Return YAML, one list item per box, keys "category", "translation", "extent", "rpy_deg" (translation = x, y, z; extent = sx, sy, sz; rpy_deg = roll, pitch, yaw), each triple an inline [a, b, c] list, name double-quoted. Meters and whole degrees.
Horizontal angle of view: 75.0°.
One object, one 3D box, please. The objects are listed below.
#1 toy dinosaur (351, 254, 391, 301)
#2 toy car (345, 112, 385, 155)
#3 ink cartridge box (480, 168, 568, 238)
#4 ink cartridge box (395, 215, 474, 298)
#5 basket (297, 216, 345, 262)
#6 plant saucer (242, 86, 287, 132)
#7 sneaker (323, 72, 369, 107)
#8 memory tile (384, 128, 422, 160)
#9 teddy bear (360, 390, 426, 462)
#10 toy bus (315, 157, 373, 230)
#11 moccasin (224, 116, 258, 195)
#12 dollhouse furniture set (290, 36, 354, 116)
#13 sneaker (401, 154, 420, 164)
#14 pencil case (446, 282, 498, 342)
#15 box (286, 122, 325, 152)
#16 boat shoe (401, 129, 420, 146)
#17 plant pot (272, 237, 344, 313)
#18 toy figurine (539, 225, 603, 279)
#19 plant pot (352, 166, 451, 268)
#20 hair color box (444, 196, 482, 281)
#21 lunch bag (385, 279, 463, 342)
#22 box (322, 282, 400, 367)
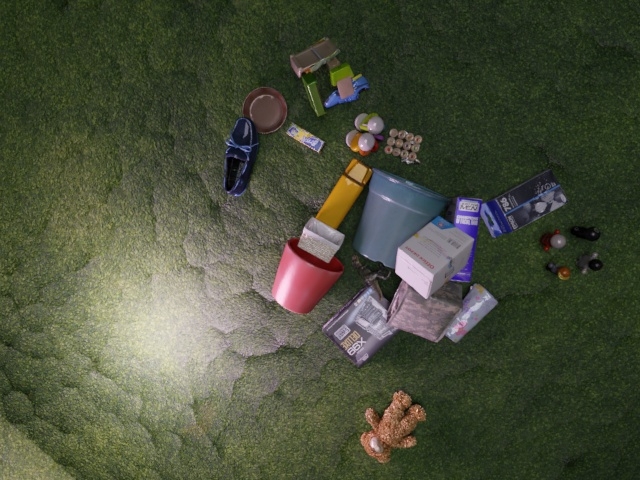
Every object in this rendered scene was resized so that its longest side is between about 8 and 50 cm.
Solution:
- category: "toy dinosaur"
  translation: [0.236, 0.153, 1.815]
  extent: [0.118, 0.268, 0.064]
  rpy_deg: [-25, 137, -12]
- category: "toy car"
  translation: [0.209, -0.447, 1.778]
  extent: [0.136, 0.159, 0.182]
  rpy_deg: [25, 97, -33]
- category: "ink cartridge box"
  translation: [0.860, -0.153, 1.784]
  extent: [0.332, 0.065, 0.165]
  rpy_deg: [-30, 93, 7]
- category: "ink cartridge box"
  translation: [0.423, 0.062, 1.569]
  extent: [0.232, 0.168, 0.171]
  rpy_deg: [-35, 56, -21]
- category: "basket"
  translation: [0.000, 0.000, 1.739]
  extent: [0.167, 0.113, 0.103]
  rpy_deg: [30, 122, 0]
- category: "plant saucer"
  translation: [-0.243, -0.571, 1.841]
  extent: [0.198, 0.036, 0.199]
  rpy_deg: [0, 95, 4]
- category: "sneaker"
  translation: [0.114, -0.625, 1.795]
  extent: [0.209, 0.069, 0.082]
  rpy_deg: [-33, 95, 6]
- category: "memory tile"
  translation: [0.356, -0.413, 1.798]
  extent: [0.148, 0.012, 0.113]
  rpy_deg: [21, 103, 19]
- category: "teddy bear"
  translation: [0.322, 0.846, 1.883]
  extent: [0.338, 0.113, 0.245]
  rpy_deg: [-34, 90, 6]
- category: "toy bus"
  translation: [0.094, -0.183, 1.786]
  extent: [0.108, 0.130, 0.333]
  rpy_deg: [33, 111, 1]
- category: "moccasin"
  translation: [-0.345, -0.361, 1.810]
  extent: [0.137, 0.117, 0.342]
  rpy_deg: [8, 100, 11]
- category: "dollhouse furniture set"
  translation: [0.010, -0.698, 1.764]
  extent: [0.197, 0.151, 0.302]
  rpy_deg: [-25, 49, 1]
- category: "sneaker"
  translation: [0.392, -0.345, 1.819]
  extent: [0.083, 0.032, 0.037]
  rpy_deg: [21, 102, 12]
- category: "pencil case"
  translation: [0.635, 0.315, 1.813]
  extent: [0.124, 0.113, 0.273]
  rpy_deg: [41, 97, -3]
- category: "box"
  translation: [-0.062, -0.448, 1.826]
  extent: [0.168, 0.059, 0.054]
  rpy_deg: [30, 98, 1]
- category: "boat shoe"
  translation: [0.387, -0.433, 1.809]
  extent: [0.100, 0.035, 0.035]
  rpy_deg: [43, 106, 2]
- category: "plant pot"
  translation: [-0.070, 0.162, 1.790]
  extent: [0.274, 0.275, 0.243]
  rpy_deg: [28, 106, 1]
- category: "toy figurine"
  translation: [1.052, 0.049, 1.743]
  extent: [0.213, 0.148, 0.210]
  rpy_deg: [-11, 94, 5]
- category: "plant pot"
  translation: [0.305, -0.083, 1.715]
  extent: [0.341, 0.341, 0.334]
  rpy_deg: [23, 105, 2]
- category: "hair color box"
  translation: [0.580, -0.010, 1.754]
  extent: [0.110, 0.185, 0.339]
  rpy_deg: [5, 96, 3]
- category: "lunch bag"
  translation: [0.420, 0.282, 1.721]
  extent: [0.235, 0.169, 0.287]
  rpy_deg: [19, 130, 2]
- category: "box"
  translation: [0.198, 0.376, 1.868]
  extent: [0.307, 0.076, 0.242]
  rpy_deg: [-44, 91, 6]
